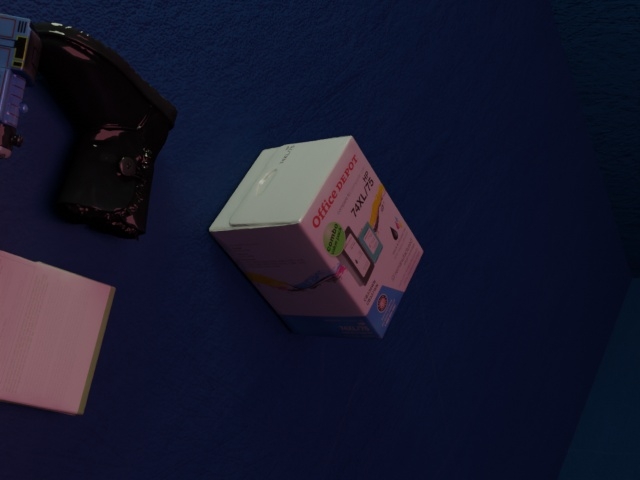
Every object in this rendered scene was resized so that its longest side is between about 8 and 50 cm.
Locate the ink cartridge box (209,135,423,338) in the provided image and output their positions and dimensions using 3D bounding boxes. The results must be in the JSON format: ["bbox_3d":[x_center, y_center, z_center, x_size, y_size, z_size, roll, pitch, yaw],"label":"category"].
[{"bbox_3d":[0.000,0.000,1.237,0.270,0.197,0.198,54,50,-33],"label":"ink cartridge box"}]

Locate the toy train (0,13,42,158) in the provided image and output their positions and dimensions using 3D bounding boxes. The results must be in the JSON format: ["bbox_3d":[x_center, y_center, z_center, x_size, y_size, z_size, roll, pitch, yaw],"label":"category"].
[{"bbox_3d":[-0.382,-0.172,0.854,0.105,0.080,0.184,8,81,-6],"label":"toy train"}]

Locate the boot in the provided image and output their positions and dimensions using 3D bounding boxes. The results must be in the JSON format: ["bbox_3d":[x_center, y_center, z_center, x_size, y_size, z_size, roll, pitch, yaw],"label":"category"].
[{"bbox_3d":[-0.296,-0.130,0.971,0.246,0.094,0.207,38,57,-49],"label":"boot"}]

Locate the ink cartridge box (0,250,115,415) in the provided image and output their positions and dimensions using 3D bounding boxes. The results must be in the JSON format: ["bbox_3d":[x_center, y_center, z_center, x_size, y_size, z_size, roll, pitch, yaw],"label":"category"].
[{"bbox_3d":[-0.373,0.105,0.903,0.235,0.056,0.171,26,68,-43],"label":"ink cartridge box"}]
